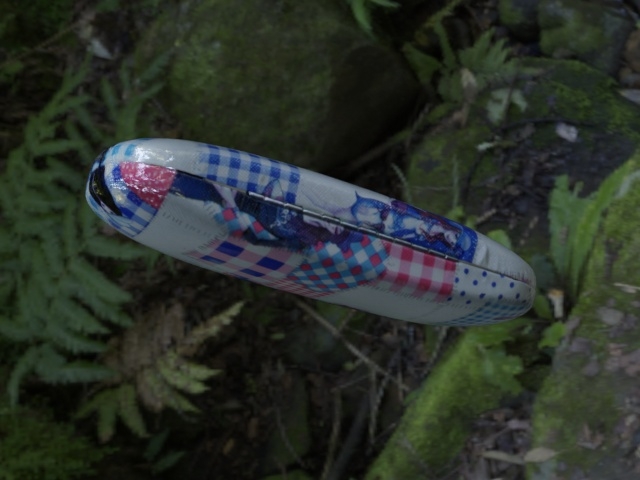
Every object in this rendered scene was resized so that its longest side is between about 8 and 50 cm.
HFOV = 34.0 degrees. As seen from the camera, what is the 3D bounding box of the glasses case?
[{"bbox_3d":[0.000,0.000,0.728,0.125,0.327,0.076,-15,61,66],"label":"glasses case"}]
